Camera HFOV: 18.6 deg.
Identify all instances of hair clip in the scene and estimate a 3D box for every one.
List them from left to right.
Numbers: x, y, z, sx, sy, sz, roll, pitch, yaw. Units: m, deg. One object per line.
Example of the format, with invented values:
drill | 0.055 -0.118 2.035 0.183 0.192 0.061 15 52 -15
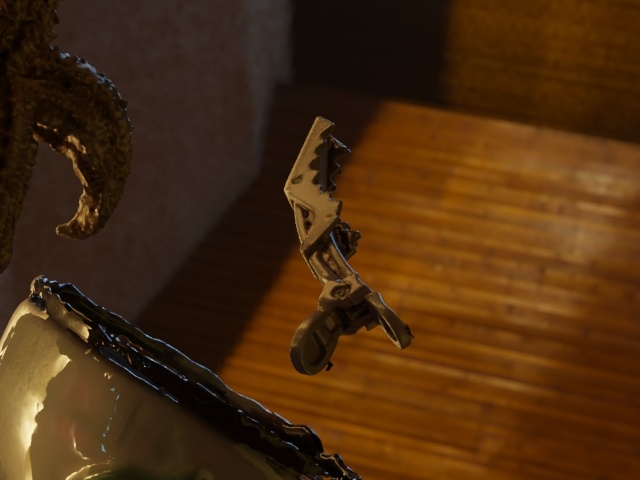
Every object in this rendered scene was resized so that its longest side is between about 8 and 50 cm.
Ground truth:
hair clip | 0.000 0.000 1.205 0.226 0.072 0.034 -106 -10 -51

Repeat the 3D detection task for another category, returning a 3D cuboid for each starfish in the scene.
starfish | -0.190 -0.102 1.061 0.216 0.071 0.238 30 -128 -25

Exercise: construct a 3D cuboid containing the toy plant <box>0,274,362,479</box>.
toy plant | -0.153 0.216 1.139 0.332 0.247 0.247 -58 -19 -4
